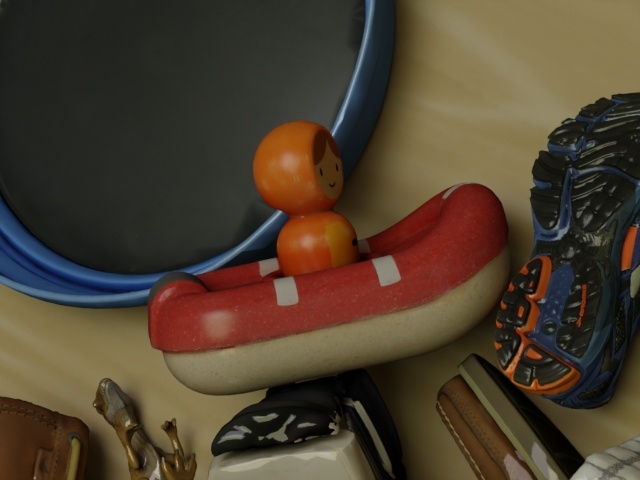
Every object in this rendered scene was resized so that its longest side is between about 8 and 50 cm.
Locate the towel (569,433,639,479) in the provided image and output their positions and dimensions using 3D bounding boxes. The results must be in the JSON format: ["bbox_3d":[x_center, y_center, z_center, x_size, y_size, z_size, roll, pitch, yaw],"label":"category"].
[{"bbox_3d":[0.265,0.185,0.906,0.235,0.284,0.121,26,111,27],"label":"towel"}]

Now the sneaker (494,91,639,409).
[{"bbox_3d":[0.170,0.005,1.108,0.083,0.087,0.221,9,66,36],"label":"sneaker"}]

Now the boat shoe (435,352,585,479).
[{"bbox_3d":[0.145,0.208,1.053,0.104,0.111,0.307,-41,64,12],"label":"boat shoe"}]

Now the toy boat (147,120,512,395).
[{"bbox_3d":[0.000,0.000,1.114,0.231,0.151,0.151,-12,97,-7],"label":"toy boat"}]

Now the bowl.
[{"bbox_3d":[-0.126,-0.141,1.281,0.391,0.077,0.391,-6,77,25],"label":"bowl"}]

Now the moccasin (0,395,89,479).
[{"bbox_3d":[-0.203,0.289,1.170,0.139,0.147,0.380,-47,38,49],"label":"moccasin"}]

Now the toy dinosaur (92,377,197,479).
[{"bbox_3d":[-0.107,0.192,1.218,0.112,0.064,0.211,-30,61,45],"label":"toy dinosaur"}]

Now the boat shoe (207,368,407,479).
[{"bbox_3d":[0.031,0.238,1.108,0.127,0.158,0.340,-10,102,14],"label":"boat shoe"}]
